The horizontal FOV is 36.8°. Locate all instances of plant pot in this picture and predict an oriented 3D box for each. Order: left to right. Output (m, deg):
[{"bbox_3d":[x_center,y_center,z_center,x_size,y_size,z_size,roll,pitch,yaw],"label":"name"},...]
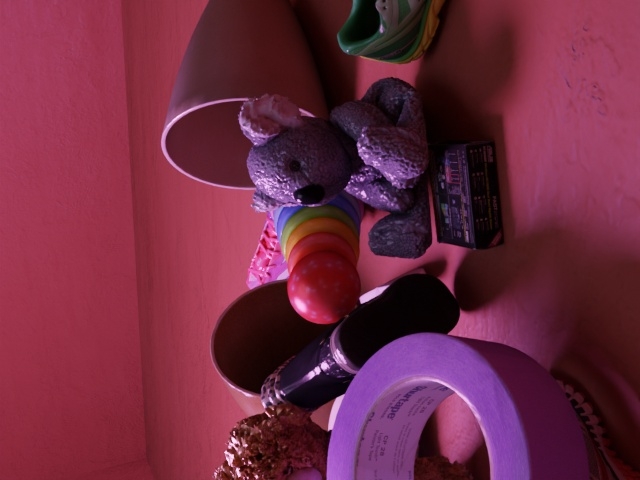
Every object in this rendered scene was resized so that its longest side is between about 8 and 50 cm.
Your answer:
[{"bbox_3d":[-0.110,-0.258,1.490,0.256,0.257,0.273,119,153,-59],"label":"plant pot"},{"bbox_3d":[-0.033,0.232,1.543,0.237,0.237,0.254,-122,15,-45],"label":"plant pot"}]

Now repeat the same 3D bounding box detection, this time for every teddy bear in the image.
[{"bbox_3d":[0.037,0.307,1.183,0.338,0.245,0.113,42,-143,-45],"label":"teddy bear"}]

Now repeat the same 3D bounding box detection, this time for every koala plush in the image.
[{"bbox_3d":[0.015,-0.097,1.155,0.196,0.221,0.203,80,-173,-46],"label":"koala plush"}]

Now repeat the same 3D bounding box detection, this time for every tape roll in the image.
[{"bbox_3d":[0.126,0.232,0.953,0.275,0.090,0.274,-18,66,47],"label":"tape roll"}]

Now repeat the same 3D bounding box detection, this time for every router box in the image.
[{"bbox_3d":[0.164,-0.054,1.102,0.092,0.038,0.122,-165,67,-67],"label":"router box"}]

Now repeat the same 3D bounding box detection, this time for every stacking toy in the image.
[{"bbox_3d":[0.000,0.000,1.276,0.330,0.141,0.141,-96,5,-66],"label":"stacking toy"}]

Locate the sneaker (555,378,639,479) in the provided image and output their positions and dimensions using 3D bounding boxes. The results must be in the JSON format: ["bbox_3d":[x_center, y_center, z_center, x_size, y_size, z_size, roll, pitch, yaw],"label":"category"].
[{"bbox_3d":[0.241,0.218,0.954,0.225,0.093,0.088,-125,32,-50],"label":"sneaker"}]

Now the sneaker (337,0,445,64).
[{"bbox_3d":[0.085,-0.316,1.064,0.295,0.124,0.109,101,151,-43],"label":"sneaker"}]

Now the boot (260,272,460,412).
[{"bbox_3d":[0.048,0.127,1.160,0.179,0.236,0.085,-39,79,39],"label":"boot"}]

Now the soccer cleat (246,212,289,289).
[{"bbox_3d":[-0.072,0.033,1.652,0.108,0.117,0.318,-128,34,-52],"label":"soccer cleat"}]

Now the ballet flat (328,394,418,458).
[{"bbox_3d":[0.072,0.335,1.374,0.147,0.147,0.408,-161,64,-67],"label":"ballet flat"}]

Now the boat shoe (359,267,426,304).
[{"bbox_3d":[0.104,0.085,1.300,0.063,0.066,0.184,63,155,5],"label":"boat shoe"}]
